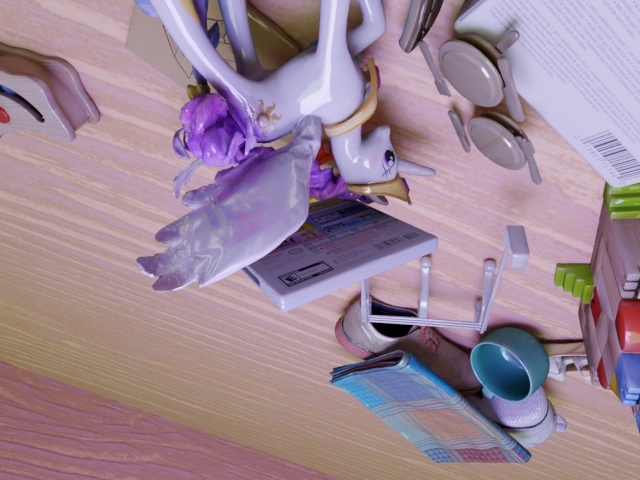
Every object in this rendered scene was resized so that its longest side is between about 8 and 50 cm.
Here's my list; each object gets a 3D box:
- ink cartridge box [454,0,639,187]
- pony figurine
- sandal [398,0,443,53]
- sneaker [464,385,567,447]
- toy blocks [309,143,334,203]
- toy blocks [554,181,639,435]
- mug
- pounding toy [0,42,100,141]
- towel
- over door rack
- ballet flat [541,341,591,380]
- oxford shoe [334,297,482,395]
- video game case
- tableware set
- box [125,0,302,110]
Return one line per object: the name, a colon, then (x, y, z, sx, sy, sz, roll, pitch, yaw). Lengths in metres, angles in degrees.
ink cartridge box: (0.318, -0.183, 0.371, 0.296, 0.066, 0.261, 34, 160, -18)
pony figurine: (-0.053, -0.143, 0.460, 0.350, 0.303, 0.364, -19, 127, 1)
sandal: (0.111, -0.280, 0.417, 0.049, 0.072, 0.180, 37, 145, 11)
sneaker: (0.386, 0.411, 1.004, 0.210, 0.138, 0.365, 37, 143, -29)
toy blocks: (0.016, -0.102, 0.645, 0.148, 0.054, 0.123, -19, 127, 35)
toy blocks: (0.455, 0.129, 0.581, 0.190, 0.261, 0.382, -2, 135, 22)
mug: (0.379, 0.245, 0.843, 0.130, 0.097, 0.157, 62, 149, 8)
pounding toy: (-0.513, -0.205, 0.646, 0.269, 0.155, 0.154, 16, 134, 3)
towel: (0.224, 0.379, 0.906, 0.370, 0.040, 0.271, 41, 140, -11)
over door rack: (0.178, 0.055, 0.691, 0.239, 0.108, 0.324, 1, 150, 11)
ballet flat: (0.500, 0.242, 0.830, 0.232, 0.073, 0.080, -21, 125, 36)
oxford shoe: (0.207, 0.229, 0.887, 0.347, 0.123, 0.130, 21, 136, -4)
video game case: (0.000, 0.000, 0.514, 0.193, 0.212, 0.023, 33, 133, 50)
tableware set: (0.196, -0.156, 0.474, 0.039, 0.128, 0.194, -45, 133, 1)
box: (-0.149, -0.260, 0.558, 0.201, 0.021, 0.164, 33, 137, -17)
